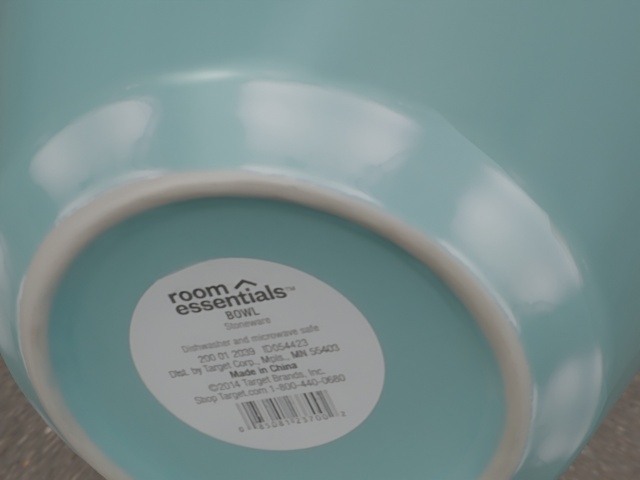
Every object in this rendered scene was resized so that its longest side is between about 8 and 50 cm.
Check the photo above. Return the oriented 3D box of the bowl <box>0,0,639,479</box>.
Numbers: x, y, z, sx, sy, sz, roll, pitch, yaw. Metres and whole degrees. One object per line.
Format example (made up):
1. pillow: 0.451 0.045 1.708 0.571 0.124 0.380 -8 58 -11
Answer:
1. bowl: 0.000 0.000 0.652 0.311 0.163 0.312 7 130 8
